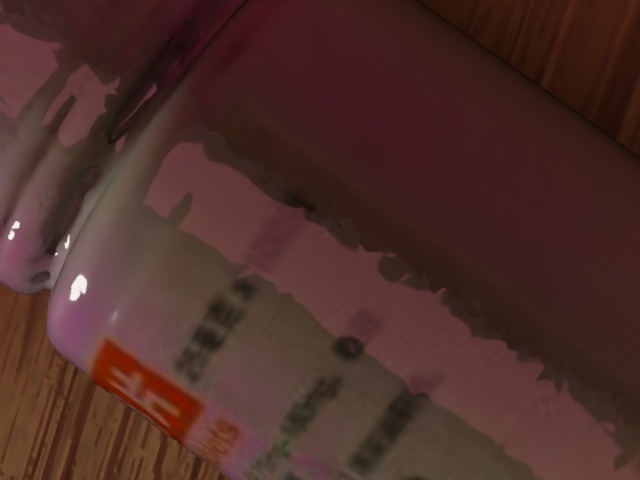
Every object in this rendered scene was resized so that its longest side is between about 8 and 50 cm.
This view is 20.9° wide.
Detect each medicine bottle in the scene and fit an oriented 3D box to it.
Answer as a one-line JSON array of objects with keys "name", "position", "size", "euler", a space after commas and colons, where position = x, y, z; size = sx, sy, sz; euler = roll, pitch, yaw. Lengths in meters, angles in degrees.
[{"name": "medicine bottle", "position": [0.000, 0.000, 0.752], "size": [0.388, 0.219, 0.219], "euler": [35, 102, 1]}]
